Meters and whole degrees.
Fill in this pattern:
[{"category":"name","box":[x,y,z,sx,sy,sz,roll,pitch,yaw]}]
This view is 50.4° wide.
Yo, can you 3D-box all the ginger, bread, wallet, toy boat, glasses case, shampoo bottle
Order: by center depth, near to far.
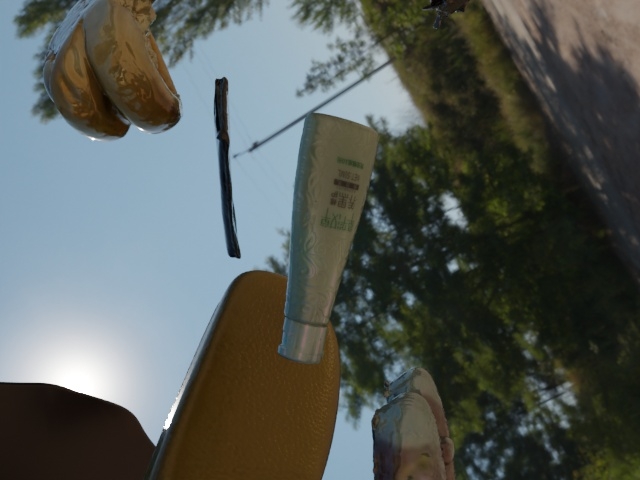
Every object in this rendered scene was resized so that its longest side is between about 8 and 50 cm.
[{"category":"toy boat","box":[0.088,0.218,0.518,0.155,0.085,0.227,-11,-82,-81]},{"category":"shampoo bottle","box":[0.000,0.000,0.537,0.069,0.041,0.191,11,-90,-41]},{"category":"glasses case","box":[-0.079,0.204,0.760,0.173,0.141,0.371,24,-142,-7]},{"category":"ginger","box":[-0.437,0.424,1.056,0.413,0.211,0.358,30,-145,-18]},{"category":"wallet","box":[-0.153,-0.107,1.106,0.285,0.030,0.146,95,165,-49]},{"category":"bread","box":[-0.416,-0.364,1.324,0.424,0.245,0.329,-119,20,-55]}]

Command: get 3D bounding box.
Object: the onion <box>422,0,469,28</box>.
[{"category":"onion","box":[0.103,-0.359,0.660,0.347,0.347,0.285,-44,-65,-73]}]
